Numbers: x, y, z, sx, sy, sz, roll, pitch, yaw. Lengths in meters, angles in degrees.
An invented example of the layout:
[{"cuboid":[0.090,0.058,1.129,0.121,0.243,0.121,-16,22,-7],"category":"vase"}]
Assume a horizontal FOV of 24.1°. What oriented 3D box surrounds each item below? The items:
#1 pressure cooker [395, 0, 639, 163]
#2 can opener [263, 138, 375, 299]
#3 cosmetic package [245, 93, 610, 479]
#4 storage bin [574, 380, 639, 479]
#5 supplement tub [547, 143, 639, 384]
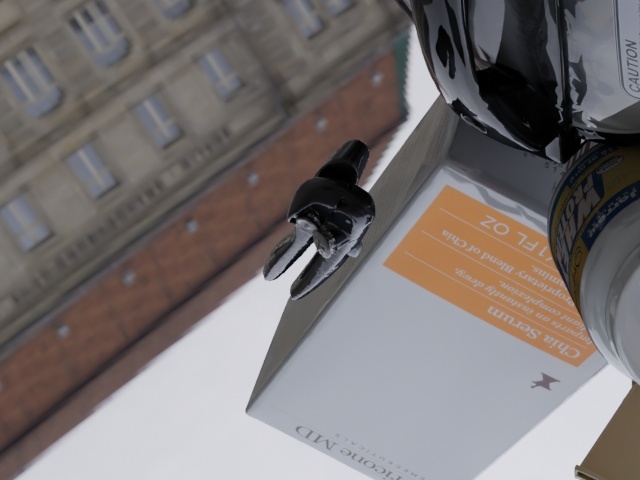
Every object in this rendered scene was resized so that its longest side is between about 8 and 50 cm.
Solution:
[{"cuboid":[0.210,-0.268,1.020,0.420,0.370,0.375,-43,-169,-22],"category":"pressure cooker"},{"cuboid":[0.000,0.000,1.068,0.073,0.059,0.186,-46,172,-30],"category":"can opener"},{"cuboid":[0.126,0.050,1.350,0.453,0.230,0.161,-55,-170,51],"category":"cosmetic package"},{"cuboid":[0.340,0.268,1.200,0.260,0.262,0.123,23,-129,29],"category":"storage bin"},{"cuboid":[0.239,0.015,1.017,0.144,0.144,0.200,-30,-163,9],"category":"supplement tub"}]
